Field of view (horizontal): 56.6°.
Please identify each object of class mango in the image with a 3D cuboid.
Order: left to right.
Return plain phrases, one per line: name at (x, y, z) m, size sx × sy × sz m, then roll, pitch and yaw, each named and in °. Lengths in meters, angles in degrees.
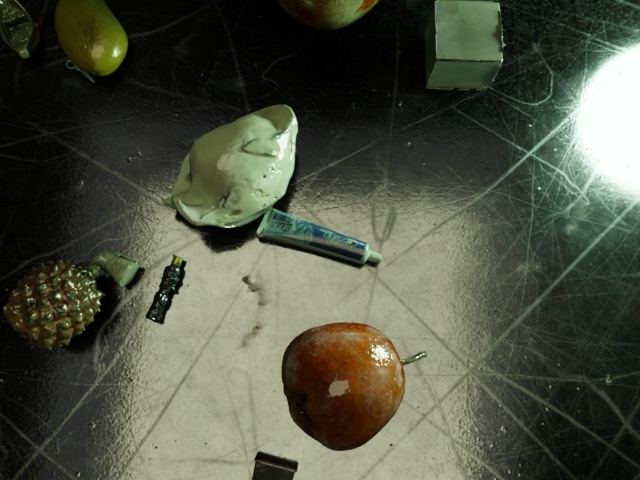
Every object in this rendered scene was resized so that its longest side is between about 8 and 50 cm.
mango at (-0.520, -0.470, 1.327) m, size 0.137 × 0.091 × 0.237 m, roll -33°, pitch 74°, yaw -14°

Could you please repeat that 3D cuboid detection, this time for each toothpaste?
toothpaste at (0.000, -0.001, 1.253) m, size 0.268 × 0.047 × 0.069 m, roll 17°, pitch 90°, yaw 6°

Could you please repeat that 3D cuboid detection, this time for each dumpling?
dumpling at (-0.185, -0.150, 1.246) m, size 0.243 × 0.187 × 0.318 m, roll 21°, pitch 64°, yaw 44°

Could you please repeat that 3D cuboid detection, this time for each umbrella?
umbrella at (-0.318, 0.099, 1.223) m, size 0.040 × 0.037 × 0.143 m, roll 17°, pitch 80°, yaw 16°

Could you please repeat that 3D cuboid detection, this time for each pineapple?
pineapple at (-0.507, 0.111, 1.160) m, size 0.166 × 0.166 × 0.193 m, roll 43°, pitch 73°, yaw 8°

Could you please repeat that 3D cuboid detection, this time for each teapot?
teapot at (-0.422, 0.050, 1.228) m, size 0.083 × 0.057 × 0.067 m, roll 28°, pitch 40°, yaw 9°

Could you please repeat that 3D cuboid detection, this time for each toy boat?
toy boat at (-0.676, -0.474, 1.331) m, size 0.089 × 0.071 × 0.185 m, roll -24°, pitch 78°, yaw -6°

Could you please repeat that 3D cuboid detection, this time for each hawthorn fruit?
hawthorn fruit at (0.043, 0.249, 1.095) m, size 0.231 × 0.235 × 0.263 m, roll 39°, pitch 87°, yaw 5°

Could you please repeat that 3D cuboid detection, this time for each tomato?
tomato at (0.018, -0.595, 1.299) m, size 0.270 × 0.222 × 0.270 m, roll 0°, pitch 89°, yaw -1°

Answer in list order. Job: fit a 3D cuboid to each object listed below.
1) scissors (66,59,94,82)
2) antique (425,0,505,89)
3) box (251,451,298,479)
scissors at (-0.541, -0.384, 1.347) m, size 0.036 × 0.006 × 0.083 m, roll -44°, pitch 82°, yaw -8°
antique at (0.308, -0.419, 1.302) m, size 0.147 × 0.148 × 0.151 m, roll 2°, pitch 76°, yaw -2°
box at (-0.091, 0.451, 1.139) m, size 0.085 × 0.060 × 0.063 m, roll 15°, pitch 85°, yaw 2°
